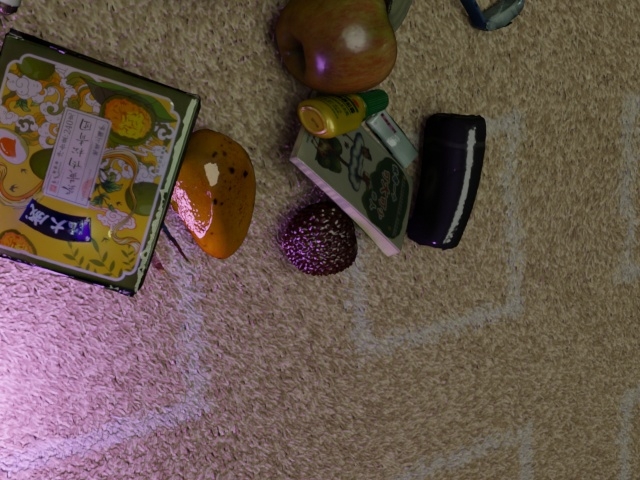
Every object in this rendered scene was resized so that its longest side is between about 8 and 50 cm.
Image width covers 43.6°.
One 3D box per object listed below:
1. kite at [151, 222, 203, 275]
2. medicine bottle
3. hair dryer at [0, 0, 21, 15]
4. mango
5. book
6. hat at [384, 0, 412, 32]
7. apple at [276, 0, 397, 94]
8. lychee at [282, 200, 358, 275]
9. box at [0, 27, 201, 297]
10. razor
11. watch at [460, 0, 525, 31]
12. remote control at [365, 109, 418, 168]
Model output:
[{"bbox_3d":[-0.382,-0.101,1.736,0.204,0.022,0.360,-31,111,-20],"label":"kite"},{"bbox_3d":[0.064,-0.300,1.838,0.309,0.111,0.076,-27,157,-53],"label":"medicine bottle"},{"bbox_3d":[-0.542,-0.567,1.458,0.128,0.203,0.362,13,114,-30],"label":"hair dryer"},{"bbox_3d":[-0.225,-0.102,1.736,0.191,0.160,0.290,-38,126,-55],"label":"mango"},{"bbox_3d":[0.086,-0.166,1.889,0.371,0.043,0.260,41,45,-30],"label":"book"},{"bbox_3d":[0.156,-0.612,1.849,0.110,0.252,0.252,22,91,11],"label":"hat"},{"bbox_3d":[0.032,-0.441,1.751,0.264,0.264,0.264,-7,106,-27],"label":"apple"},{"bbox_3d":[0.000,0.000,1.886,0.188,0.188,0.188,-7,106,-27],"label":"lychee"},{"bbox_3d":[-0.467,-0.143,1.540,0.373,0.138,0.420,18,93,-10],"label":"box"},{"bbox_3d":[0.314,-0.150,2.005,0.114,0.204,0.349,6,101,-25],"label":"razor"},{"bbox_3d":[0.398,-0.645,1.970,0.276,0.068,0.274,-28,130,-22],"label":"watch"},{"bbox_3d":[0.184,-0.259,2.005,0.065,0.029,0.166,-48,119,-10],"label":"remote control"}]
